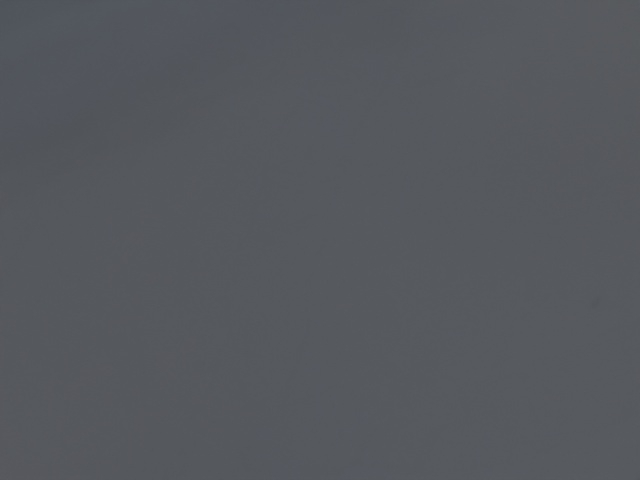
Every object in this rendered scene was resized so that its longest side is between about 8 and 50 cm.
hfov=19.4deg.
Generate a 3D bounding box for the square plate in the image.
[{"bbox_3d":[-0.019,0.055,0.353,0.049,0.344,0.347,51,19,-52],"label":"square plate"}]
